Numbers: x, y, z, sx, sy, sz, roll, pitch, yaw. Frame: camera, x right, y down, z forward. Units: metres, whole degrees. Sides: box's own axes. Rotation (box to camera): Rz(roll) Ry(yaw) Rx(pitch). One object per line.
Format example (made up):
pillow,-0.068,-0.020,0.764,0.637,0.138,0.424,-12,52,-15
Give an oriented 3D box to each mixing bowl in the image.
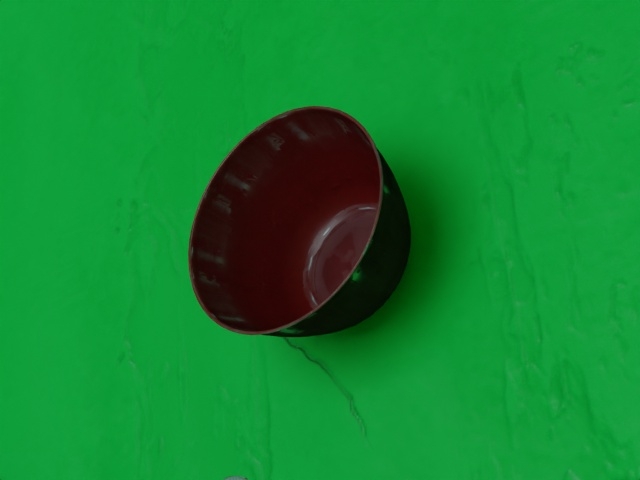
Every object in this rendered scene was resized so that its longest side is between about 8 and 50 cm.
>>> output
mixing bowl,0.000,0.000,1.377,0.181,0.098,0.181,-19,58,33

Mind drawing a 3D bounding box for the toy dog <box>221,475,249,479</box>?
toy dog,-0.050,0.259,1.250,0.333,0.220,0.161,8,42,35
